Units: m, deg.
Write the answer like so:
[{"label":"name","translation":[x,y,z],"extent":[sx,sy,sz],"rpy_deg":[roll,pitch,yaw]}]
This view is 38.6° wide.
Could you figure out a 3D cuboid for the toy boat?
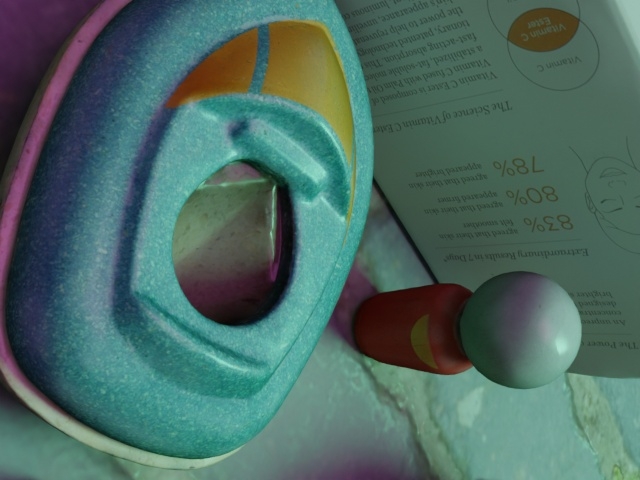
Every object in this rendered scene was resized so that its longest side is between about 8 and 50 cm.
[{"label":"toy boat","translation":[0.000,0.000,0.476],"extent":[0.318,0.148,0.268],"rpy_deg":[30,68,-37]}]

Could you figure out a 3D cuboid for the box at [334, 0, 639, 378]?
[{"label":"box","translation":[0.154,-0.090,0.580],"extent":[0.168,0.215,0.345],"rpy_deg":[-51,120,-33]}]
